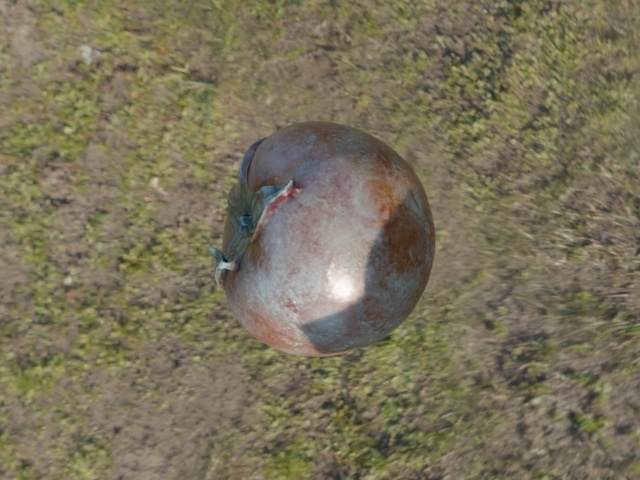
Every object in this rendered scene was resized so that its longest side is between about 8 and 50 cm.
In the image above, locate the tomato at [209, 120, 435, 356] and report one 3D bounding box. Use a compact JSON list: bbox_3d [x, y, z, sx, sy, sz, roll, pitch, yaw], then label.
[{"bbox_3d":[0.000,0.000,1.333,0.283,0.317,0.316,10,92,-22],"label":"tomato"}]
